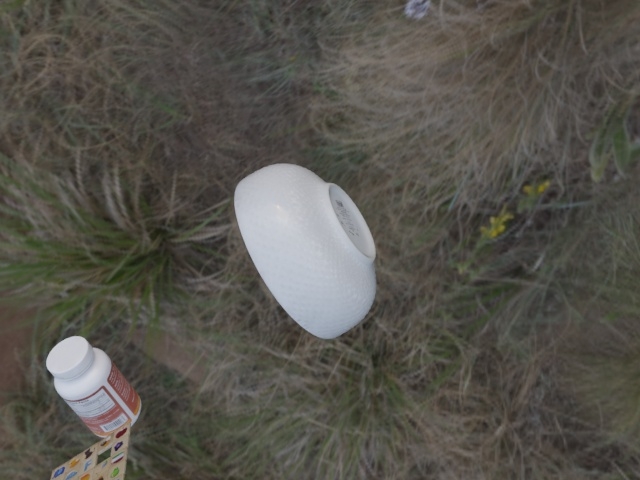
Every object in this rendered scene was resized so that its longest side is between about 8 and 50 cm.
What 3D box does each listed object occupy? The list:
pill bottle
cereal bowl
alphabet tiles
[{"bbox_3d":[-0.466,0.298,1.721,0.121,0.121,0.216,-9,132,17],"label":"pill bottle"},{"bbox_3d":[0.000,0.000,1.512,0.141,0.339,0.339,-30,103,19],"label":"cereal bowl"},{"bbox_3d":[-0.468,0.470,1.617,0.237,0.198,0.009,-33,114,7],"label":"alphabet tiles"}]
